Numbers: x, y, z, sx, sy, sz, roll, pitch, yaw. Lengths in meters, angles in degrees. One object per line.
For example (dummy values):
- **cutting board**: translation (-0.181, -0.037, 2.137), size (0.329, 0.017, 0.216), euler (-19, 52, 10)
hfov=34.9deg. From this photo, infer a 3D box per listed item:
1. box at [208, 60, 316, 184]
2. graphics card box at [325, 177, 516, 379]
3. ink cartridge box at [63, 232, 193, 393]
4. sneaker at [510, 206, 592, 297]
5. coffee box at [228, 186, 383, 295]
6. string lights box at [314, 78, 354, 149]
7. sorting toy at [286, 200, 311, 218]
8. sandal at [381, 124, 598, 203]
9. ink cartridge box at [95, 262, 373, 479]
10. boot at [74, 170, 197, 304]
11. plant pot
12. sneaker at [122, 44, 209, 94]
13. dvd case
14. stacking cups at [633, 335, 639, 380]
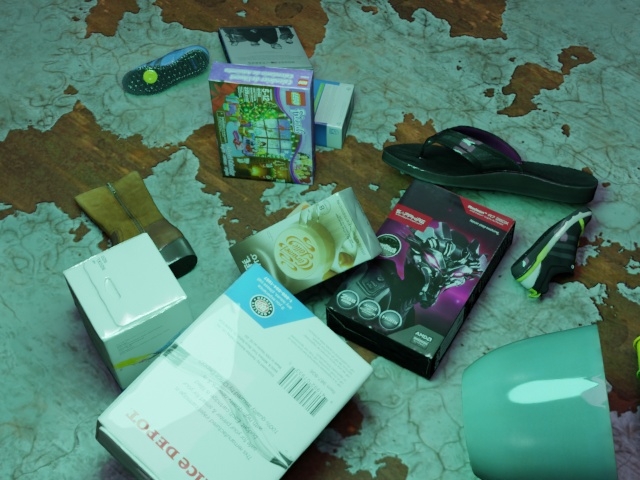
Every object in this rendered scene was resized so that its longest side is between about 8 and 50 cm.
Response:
- **box**: translation (-0.113, -0.233, 2.075), size (0.201, 0.293, 0.057), euler (5, 54, 5)
- **graphics card box**: translation (0.198, 0.064, 1.986), size (0.233, 0.094, 0.371), euler (26, 61, 19)
- **ink cartridge box**: translation (-0.338, 0.140, 1.861), size (0.168, 0.232, 0.171), euler (-28, 60, -17)
- **sneaker**: translation (0.473, 0.030, 2.028), size (0.235, 0.084, 0.097), euler (-40, 88, -22)
- **coffee box**: translation (-0.027, 0.017, 1.923), size (0.246, 0.098, 0.141), euler (-27, 91, 20)
- **string lights box**: translation (-0.065, -0.294, 2.248), size (0.260, 0.077, 0.133), euler (11, 56, 9)
- **sorting toy**: translation (-0.023, -0.060, 2.124), size (0.062, 0.012, 0.083), euler (34, 63, 23)
- **sandal**: translation (0.352, -0.173, 2.105), size (0.446, 0.107, 0.167), euler (9, 23, 1)
- **ink cartridge box**: translation (-0.151, 0.283, 1.756), size (0.285, 0.166, 0.395), euler (42, 64, 5)
- **boot**: translation (-0.424, -0.008, 2.049), size (0.264, 0.096, 0.280), euler (-30, 59, -18)
- **plant pot**: translation (0.365, 0.297, 1.715), size (0.235, 0.293, 0.293), euler (-7, 54, 13)
- **sneaker**: translation (-0.354, -0.392, 2.340), size (0.209, 0.069, 0.082), euler (-22, 24, -3)
- **dvd case**: translation (-0.128, -0.429, 2.311), size (0.179, 0.029, 0.238), euler (-4, 36, -13)
- **stacking cups**: translation (0.614, 0.317, 1.798), size (0.096, 0.096, 0.316), euler (4, 55, 4)
